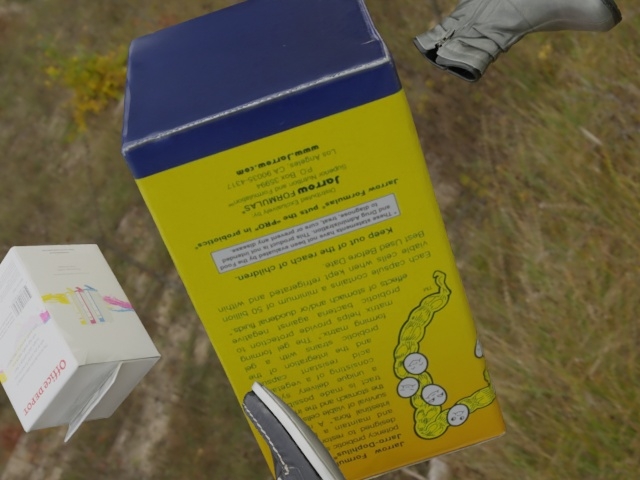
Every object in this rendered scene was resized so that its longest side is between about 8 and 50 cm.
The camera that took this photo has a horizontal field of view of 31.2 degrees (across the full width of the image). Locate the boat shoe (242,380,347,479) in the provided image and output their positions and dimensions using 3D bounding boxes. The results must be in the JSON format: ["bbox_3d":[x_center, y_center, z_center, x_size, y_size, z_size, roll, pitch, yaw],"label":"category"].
[{"bbox_3d":[-0.001,0.122,0.532,0.038,0.125,0.046,-40,-8,2],"label":"boat shoe"}]

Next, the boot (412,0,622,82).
[{"bbox_3d":[0.233,-0.249,1.386,0.161,0.083,0.246,-49,37,-10],"label":"boot"}]

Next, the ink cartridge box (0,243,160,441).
[{"bbox_3d":[-0.211,0.086,0.953,0.092,0.090,0.143,-49,63,30],"label":"ink cartridge box"}]

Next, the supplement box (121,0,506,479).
[{"bbox_3d":[0.000,0.000,0.917,0.195,0.356,0.194,-18,33,4],"label":"supplement box"}]
